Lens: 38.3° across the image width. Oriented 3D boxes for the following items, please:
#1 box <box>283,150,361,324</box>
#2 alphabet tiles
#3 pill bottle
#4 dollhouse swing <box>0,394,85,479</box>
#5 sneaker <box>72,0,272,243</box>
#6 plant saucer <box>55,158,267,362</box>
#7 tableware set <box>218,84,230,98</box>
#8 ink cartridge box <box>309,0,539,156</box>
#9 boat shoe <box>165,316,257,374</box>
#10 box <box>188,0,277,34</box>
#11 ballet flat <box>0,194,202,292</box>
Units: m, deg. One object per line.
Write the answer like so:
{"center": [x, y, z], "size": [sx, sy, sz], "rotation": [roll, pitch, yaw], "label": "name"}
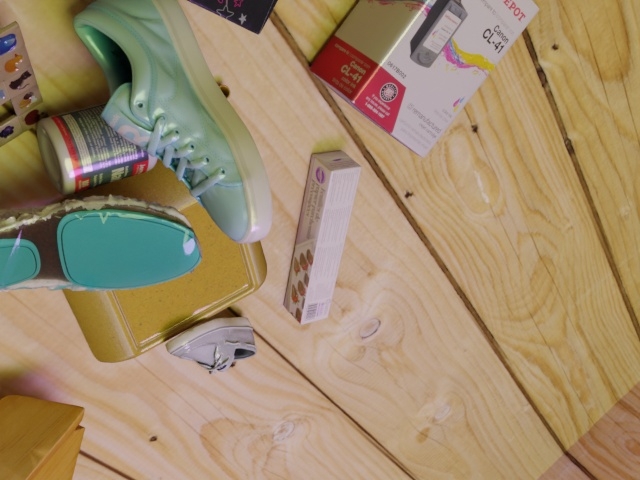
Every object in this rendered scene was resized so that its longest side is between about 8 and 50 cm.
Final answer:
{"center": [0.000, 0.000, 1.617], "size": [0.067, 0.063, 0.324], "rotation": [-13, 129, -33], "label": "box"}
{"center": [-0.429, -0.161, 1.096], "size": [0.198, 0.009, 0.237], "rotation": [-37, 163, -20], "label": "alphabet tiles"}
{"center": [-0.280, -0.135, 1.252], "size": [0.180, 0.108, 0.108], "rotation": [-20, 133, -26], "label": "pill bottle"}
{"center": [-0.591, 0.386, 1.416], "size": [0.315, 0.305, 0.347], "rotation": [-56, 171, -53], "label": "dollhouse swing"}
{"center": [-0.198, -0.144, 1.169], "size": [0.150, 0.366, 0.135], "rotation": [-26, 174, -31], "label": "sneaker"}
{"center": [-0.234, 0.031, 1.443], "size": [0.333, 0.081, 0.332], "rotation": [-29, 136, -18], "label": "plant saucer"}
{"center": [-0.145, -0.150, 1.356], "size": [0.104, 0.024, 0.154], "rotation": [-10, 94, -32], "label": "tableware set"}
{"center": [0.165, -0.316, 1.451], "size": [0.306, 0.131, 0.226], "rotation": [-52, 138, 9], "label": "ink cartridge box"}
{"center": [-0.172, 0.180, 1.551], "size": [0.079, 0.081, 0.227], "rotation": [-31, 167, 22], "label": "boat shoe"}
{"center": [-0.160, -0.387, 1.126], "size": [0.247, 0.142, 0.163], "rotation": [16, 110, -46], "label": "box"}
{"center": [-0.367, -0.008, 1.229], "size": [0.409, 0.147, 0.147], "rotation": [-5, 126, -19], "label": "ballet flat"}
